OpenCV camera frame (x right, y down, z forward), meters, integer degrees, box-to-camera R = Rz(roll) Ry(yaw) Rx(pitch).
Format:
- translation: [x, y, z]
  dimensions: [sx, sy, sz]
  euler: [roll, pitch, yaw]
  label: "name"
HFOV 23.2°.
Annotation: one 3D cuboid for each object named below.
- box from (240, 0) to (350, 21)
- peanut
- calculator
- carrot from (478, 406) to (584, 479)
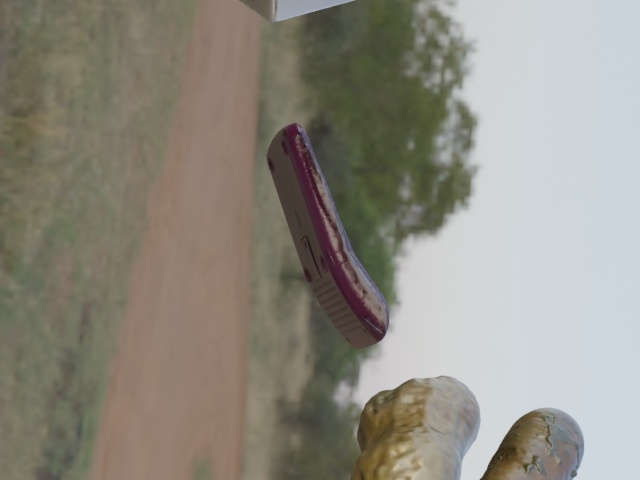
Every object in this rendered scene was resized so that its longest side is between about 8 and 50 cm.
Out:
- translation: [-0.041, -0.257, 1.038]
  dimensions: [0.353, 0.214, 0.069]
  euler: [41, -41, 41]
  label: "box"
- translation: [0.074, 0.171, 1.249]
  dimensions: [0.214, 0.100, 0.099]
  euler: [-67, 165, -64]
  label: "peanut"
- translation: [0.000, 0.000, 1.276]
  dimensions: [0.126, 0.034, 0.190]
  euler: [140, -73, -79]
  label: "calculator"
- translation: [0.088, 0.150, 0.832]
  dimensions: [0.254, 0.049, 0.049]
  euler: [-34, 135, -56]
  label: "carrot"
